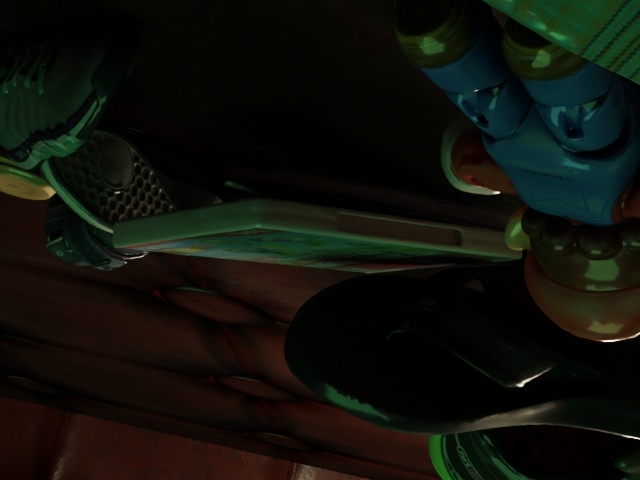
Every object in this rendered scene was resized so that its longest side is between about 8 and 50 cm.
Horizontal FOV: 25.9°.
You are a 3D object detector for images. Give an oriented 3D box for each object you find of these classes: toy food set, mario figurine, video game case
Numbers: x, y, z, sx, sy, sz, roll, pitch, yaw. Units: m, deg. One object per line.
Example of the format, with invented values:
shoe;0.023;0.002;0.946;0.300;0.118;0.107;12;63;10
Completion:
toy food set;-0.293;-0.061;1.340;0.083;0.020;0.082;22;162;-28
mario figurine;0.157;-0.075;0.835;0.198;0.170;0.320;55;-179;39
video game case;0.000;0.000;1.170;0.285;0.025;0.204;7;171;-39

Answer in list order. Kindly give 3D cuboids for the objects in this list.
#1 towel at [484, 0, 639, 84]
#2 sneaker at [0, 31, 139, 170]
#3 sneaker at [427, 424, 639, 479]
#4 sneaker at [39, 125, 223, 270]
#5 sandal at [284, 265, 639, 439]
towel;0.056;-0.154;0.531;0.370;0.040;0.271;27;172;-1
sneaker;-0.214;-0.112;1.016;0.098;0.083;0.223;33;154;-20
sneaker;0.356;0.234;1.451;0.482;0.185;0.202;6;160;-3
sneaker;-0.212;-0.036;1.245;0.163;0.086;0.226;-1;159;34
sandal;0.185;0.084;1.233;0.445;0.168;0.107;6;131;-19
